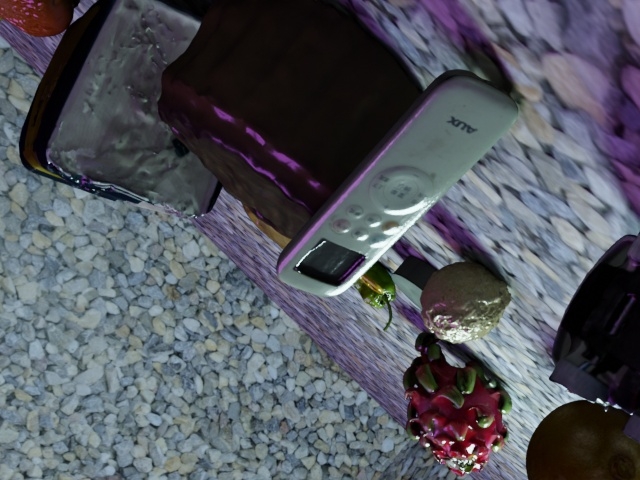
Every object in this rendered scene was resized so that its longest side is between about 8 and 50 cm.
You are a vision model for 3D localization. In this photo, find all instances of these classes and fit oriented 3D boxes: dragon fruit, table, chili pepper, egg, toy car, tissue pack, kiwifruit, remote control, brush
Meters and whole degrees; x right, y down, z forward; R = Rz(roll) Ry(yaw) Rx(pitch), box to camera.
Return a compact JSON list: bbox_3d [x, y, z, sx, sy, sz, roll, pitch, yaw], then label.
[{"bbox_3d":[0.247,0.322,1.936,0.273,0.198,0.218,34,142,29],"label":"dragon fruit"},{"bbox_3d":[0.180,0.084,1.621,0.133,0.043,0.133,40,170,8],"label":"table"},{"bbox_3d":[0.093,0.076,1.836,0.204,0.073,0.072,49,-168,26],"label":"chili pepper"},{"bbox_3d":[0.197,0.086,1.365,0.118,0.116,0.140,11,-175,26],"label":"egg"},{"bbox_3d":[0.326,0.103,0.853,0.158,0.172,0.235,30,-178,-36],"label":"toy car"},{"bbox_3d":[-0.270,-0.184,1.428,0.253,0.264,0.416,22,177,-23],"label":"tissue pack"},{"bbox_3d":[0.399,0.331,1.442,0.196,0.196,0.234,41,172,2],"label":"kiwifruit"},{"bbox_3d":[0.063,-0.047,0.946,0.090,0.309,0.038,21,-138,-28],"label":"remote control"},{"bbox_3d":[0.000,0.000,1.642,0.272,0.013,0.103,40,171,-2],"label":"brush"}]

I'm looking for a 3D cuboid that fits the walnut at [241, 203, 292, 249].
[{"bbox_3d":[-0.032,-0.073,1.409,0.167,0.167,0.207,29,163,51],"label":"walnut"}]

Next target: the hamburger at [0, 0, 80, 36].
[{"bbox_3d":[-0.434,-0.431,1.344,0.290,0.170,0.314,35,167,18],"label":"hamburger"}]

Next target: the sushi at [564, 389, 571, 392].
[{"bbox_3d":[0.367,0.189,1.323,0.060,0.061,0.118,59,162,-23],"label":"sushi"}]

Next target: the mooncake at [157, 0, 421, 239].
[{"bbox_3d":[-0.028,-0.124,1.112,0.324,0.187,0.324,38,171,7],"label":"mooncake"}]
